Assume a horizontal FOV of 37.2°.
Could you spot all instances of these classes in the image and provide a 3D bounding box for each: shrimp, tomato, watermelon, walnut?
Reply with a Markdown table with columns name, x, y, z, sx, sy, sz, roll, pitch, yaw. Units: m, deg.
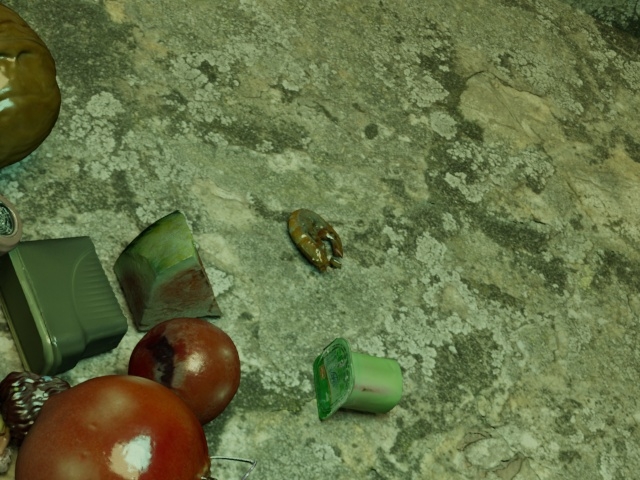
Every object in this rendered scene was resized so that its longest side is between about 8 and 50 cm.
| name | x | y | z | sx | sy | sz | roll | pitch | yaw |
| --- | --- | --- | --- | --- | --- | --- | --- | --- | --- |
| shrimp | 0.001 | -0.002 | 2.182 | 0.132 | 0.052 | 0.188 | -10 | 58 | -32 |
| tomato | -0.257 | 0.244 | 1.758 | 0.208 | 0.208 | 0.184 | 57 | 21 | 19 |
| watermelon | -0.291 | 0.056 | 1.911 | 0.193 | 0.232 | 0.310 | -9 | 16 | -30 |
| tomato | -0.339 | 0.375 | 1.552 | 0.321 | 0.321 | 0.322 | 14 | 51 | -18 |
| walnut | -0.703 | -0.304 | 1.864 | 0.397 | 0.308 | 0.354 | -25 | 91 | -39 |

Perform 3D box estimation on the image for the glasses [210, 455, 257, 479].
| name | x | y | z | sx | sy | sz | roll | pitch | yaw |
| --- | --- | --- | --- | --- | --- | --- | --- | --- | --- |
| glasses | -0.193 | 0.428 | 1.755 | 0.104 | 0.062 | 0.140 | 41 | 47 | 7 |

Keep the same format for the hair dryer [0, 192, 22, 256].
| name | x | y | z | sx | sy | sz | roll | pitch | yaw |
| --- | --- | --- | --- | --- | --- | --- | --- | --- | --- |
| hair dryer | -0.627 | 0.098 | 1.659 | 0.125 | 0.210 | 0.353 | 31 | 38 | -51 |

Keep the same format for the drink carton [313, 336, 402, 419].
| name | x | y | z | sx | sy | sz | roll | pitch | yaw |
| --- | --- | --- | --- | --- | --- | --- | --- | --- | --- |
| drink carton | 0.084 | 0.288 | 1.956 | 0.142 | 0.144 | 0.146 | 14 | 51 | -26 |

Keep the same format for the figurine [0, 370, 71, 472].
| name | x | y | z | sx | sy | sz | roll | pitch | yaw |
| --- | --- | --- | --- | --- | --- | --- | --- | --- | --- |
| figurine | -0.540 | 0.298 | 1.634 | 0.240 | 0.116 | 0.175 | -9 | 60 | -32 |

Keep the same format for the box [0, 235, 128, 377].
| name | x | y | z | sx | sy | sz | roll | pitch | yaw |
| --- | --- | --- | --- | --- | --- | --- | --- | --- | --- |
| box | -0.487 | 0.118 | 1.789 | 0.178 | 0.138 | 0.274 | -11 | 62 | -38 |
